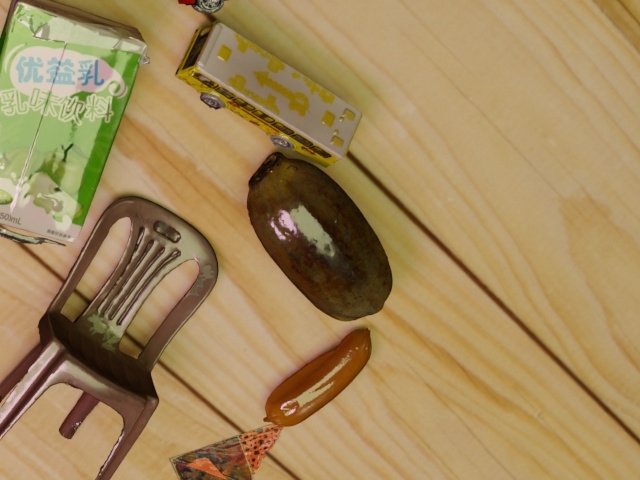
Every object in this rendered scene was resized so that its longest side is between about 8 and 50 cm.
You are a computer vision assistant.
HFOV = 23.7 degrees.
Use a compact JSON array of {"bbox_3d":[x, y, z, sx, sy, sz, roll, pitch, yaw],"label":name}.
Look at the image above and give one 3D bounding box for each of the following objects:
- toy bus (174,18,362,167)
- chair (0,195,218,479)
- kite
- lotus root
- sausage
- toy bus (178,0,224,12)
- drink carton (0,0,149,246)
[{"bbox_3d":[-0.062,-0.171,1.834,0.226,0.074,0.081,32,71,-21],"label":"toy bus"},{"bbox_3d":[-0.257,0.127,1.845,0.175,0.183,0.326,33,99,-22],"label":"chair"},{"bbox_3d":[-0.145,0.311,2.029,0.125,0.008,0.222,24,101,-17],"label":"kite"},{"bbox_3d":[0.000,0.000,1.895,0.124,0.123,0.241,-42,115,-7],"label":"lotus root"},{"bbox_3d":[0.001,0.184,1.995,0.183,0.054,0.062,-36,141,-2],"label":"sausage"},{"bbox_3d":[-0.074,-0.320,1.792,0.195,0.081,0.089,-10,101,-10],"label":"toy bus"},{"bbox_3d":[-0.317,-0.138,1.779,0.161,0.108,0.271,16,104,-18],"label":"drink carton"}]
